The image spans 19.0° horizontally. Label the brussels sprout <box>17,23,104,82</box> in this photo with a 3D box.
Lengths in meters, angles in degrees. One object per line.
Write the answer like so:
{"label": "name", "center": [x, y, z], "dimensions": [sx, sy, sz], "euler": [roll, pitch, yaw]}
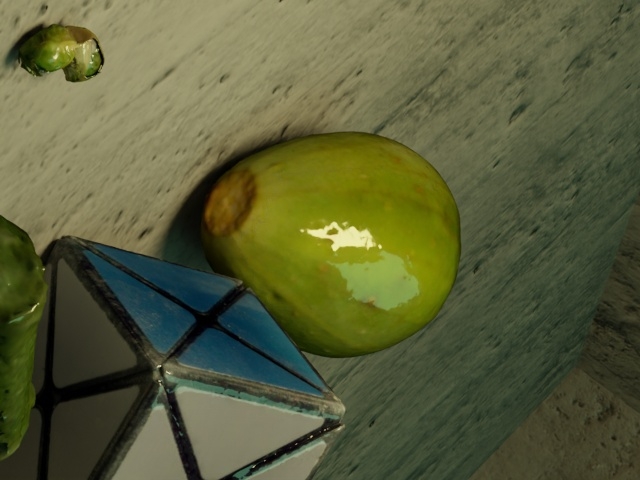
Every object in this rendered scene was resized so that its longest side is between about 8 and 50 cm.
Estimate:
{"label": "brussels sprout", "center": [-0.218, -0.160, 1.631], "dimensions": [0.051, 0.046, 0.083], "euler": [-64, 158, 12]}

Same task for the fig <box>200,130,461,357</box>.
{"label": "fig", "center": [0.000, 0.000, 2.135], "dimensions": [0.326, 0.258, 0.258], "euler": [11, 116, -44]}

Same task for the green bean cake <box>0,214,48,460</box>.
{"label": "green bean cake", "center": [-0.368, 0.042, 1.226], "dimensions": [0.335, 0.319, 0.218], "euler": [-39, 156, -36]}

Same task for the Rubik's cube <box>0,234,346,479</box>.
{"label": "Rubik's cube", "center": [-0.173, 0.181, 1.901], "dimensions": [0.259, 0.260, 0.255], "euler": [17, 111, -36]}
